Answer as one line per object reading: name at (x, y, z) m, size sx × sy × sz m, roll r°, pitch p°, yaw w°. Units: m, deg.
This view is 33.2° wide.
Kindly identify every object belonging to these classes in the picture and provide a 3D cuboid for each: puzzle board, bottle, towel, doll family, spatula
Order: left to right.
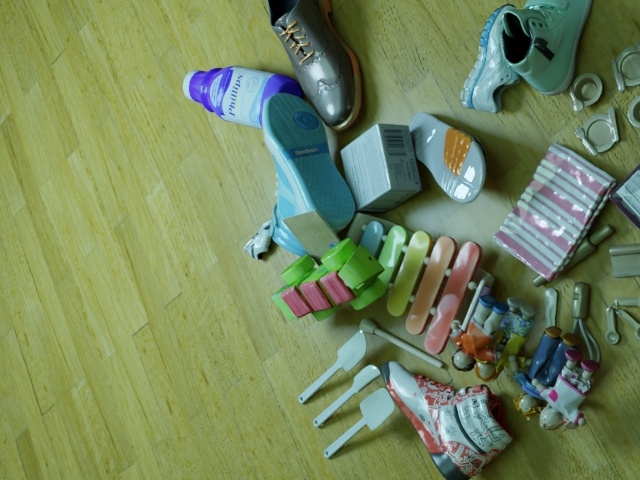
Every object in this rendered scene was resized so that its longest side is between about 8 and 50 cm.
bottle at (-0.166, -0.298, 2.198) m, size 0.283 × 0.092 × 0.118 m, roll 19°, pitch 99°, yaw 39°
puzzle board at (0.000, 0.000, 1.927) m, size 0.096 × 0.011 × 0.128 m, roll -14°, pitch 121°, yaw 49°
spatula at (0.043, 0.296, 1.983) m, size 0.242 × 0.019 × 0.168 m, roll -48°, pitch 59°, yaw 40°
doll family at (0.333, 0.200, 1.732) m, size 0.263 × 0.118 × 0.163 m, roll 34°, pitch 119°, yaw 23°
towel at (0.378, -0.048, 1.745) m, size 0.144 × 0.029 × 0.197 m, roll 41°, pitch 107°, yaw 44°

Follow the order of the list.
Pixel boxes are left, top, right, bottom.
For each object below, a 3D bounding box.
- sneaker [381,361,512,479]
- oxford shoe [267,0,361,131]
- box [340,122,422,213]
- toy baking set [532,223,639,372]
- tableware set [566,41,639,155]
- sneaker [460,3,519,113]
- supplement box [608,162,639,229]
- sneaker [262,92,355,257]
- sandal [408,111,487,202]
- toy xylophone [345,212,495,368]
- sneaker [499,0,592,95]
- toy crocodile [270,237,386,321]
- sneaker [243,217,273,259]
sneaker at (0.220, 0.277, 1.836) m, size 0.145 × 0.090 × 0.270 m, roll -41°, pitch 48°, yaw 8°
oxford shoe at (-0.031, -0.373, 2.069) m, size 0.130 × 0.133 × 0.363 m, roll -35°, pitch 65°, yaw 31°
box at (0.108, -0.128, 1.944) m, size 0.137 × 0.072 × 0.126 m, roll -32°, pitch 64°, yaw 56°
toy baking set at (0.425, 0.102, 1.713) m, size 0.256 × 0.030 × 0.196 m, roll -37°, pitch 64°, yaw 31°
tableware set at (0.471, -0.225, 1.715) m, size 0.169 × 0.020 × 0.141 m, roll -28°, pitch 69°, yaw 34°
sneaker at (0.310, -0.306, 1.833) m, size 0.083 × 0.071 × 0.190 m, roll 26°, pitch 111°, yaw 32°
supplement box at (0.536, -0.100, 1.595) m, size 0.188 × 0.104 × 0.081 m, roll -51°, pitch 58°, yaw 24°
sneaker at (-0.056, -0.109, 2.048) m, size 0.208 × 0.127 × 0.319 m, roll -60°, pitch 43°, yaw 50°
sandal at (0.237, -0.151, 1.872) m, size 0.102 × 0.076 × 0.265 m, roll -64°, pitch 32°, yaw 20°
toy xylophone at (0.165, 0.090, 1.895) m, size 0.323 × 0.081 × 0.236 m, roll 20°, pitch 99°, yaw 39°
sneaker at (0.360, -0.378, 1.731) m, size 0.094 × 0.151 × 0.255 m, roll -1°, pitch 77°, yaw 41°
toy crocodile at (0.007, 0.083, 1.896) m, size 0.115 × 0.105 × 0.340 m, roll 55°, pitch 146°, yaw -8°
sneaker at (-0.108, -0.004, 2.163) m, size 0.044 × 0.040 × 0.109 m, roll 48°, pitch 119°, yaw 14°
